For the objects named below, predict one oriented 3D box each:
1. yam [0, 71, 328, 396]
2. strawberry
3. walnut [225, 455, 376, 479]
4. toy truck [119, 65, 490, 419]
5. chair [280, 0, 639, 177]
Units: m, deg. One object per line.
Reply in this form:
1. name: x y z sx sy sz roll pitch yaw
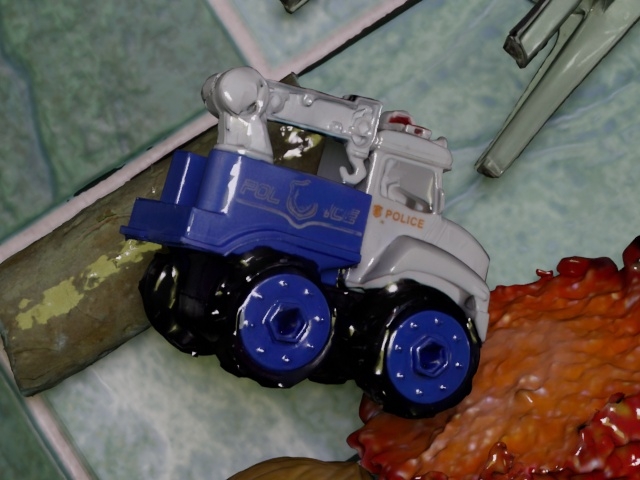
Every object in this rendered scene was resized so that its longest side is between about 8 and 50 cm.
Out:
1. yam: -0.102 -0.001 1.023 0.259 0.093 0.093 -33 85 -1
2. strawberry: 0.149 0.128 0.983 0.234 0.234 0.178 -27 115 -1
3. walnut: -0.022 0.229 0.969 0.167 0.167 0.207 28 85 4
4. toy truck: 0.000 0.000 0.936 0.213 0.161 0.177 15 88 -26
5. chair: 0.140 -0.218 0.985 0.203 0.190 0.274 39 69 6
